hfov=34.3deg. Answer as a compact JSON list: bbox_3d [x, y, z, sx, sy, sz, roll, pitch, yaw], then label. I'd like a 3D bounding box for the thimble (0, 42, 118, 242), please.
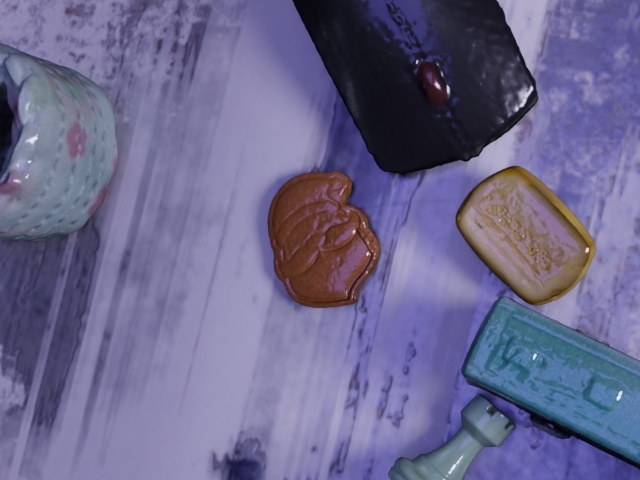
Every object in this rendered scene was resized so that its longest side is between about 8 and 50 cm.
[{"bbox_3d":[-0.319,-0.090,1.025,0.211,0.149,0.185,-9,82,22],"label":"thimble"}]

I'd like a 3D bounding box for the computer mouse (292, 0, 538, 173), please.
[{"bbox_3d":[0.067,-0.204,0.908,0.168,0.087,0.295,-28,75,14],"label":"computer mouse"}]

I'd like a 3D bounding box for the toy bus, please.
[{"bbox_3d":[0.236,0.131,0.783,0.262,0.109,0.091,24,87,23],"label":"toy bus"}]

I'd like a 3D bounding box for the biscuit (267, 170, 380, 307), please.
[{"bbox_3d":[0.000,0.000,0.946,0.102,0.019,0.130,-22,75,20],"label":"biscuit"}]

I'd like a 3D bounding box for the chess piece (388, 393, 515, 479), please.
[{"bbox_3d":[0.112,0.177,0.854,0.067,0.067,0.103,42,90,22],"label":"chess piece"}]

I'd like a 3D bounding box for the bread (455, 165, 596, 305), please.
[{"bbox_3d":[0.170,-0.004,0.854,0.115,0.056,0.082,45,105,17],"label":"bread"}]
